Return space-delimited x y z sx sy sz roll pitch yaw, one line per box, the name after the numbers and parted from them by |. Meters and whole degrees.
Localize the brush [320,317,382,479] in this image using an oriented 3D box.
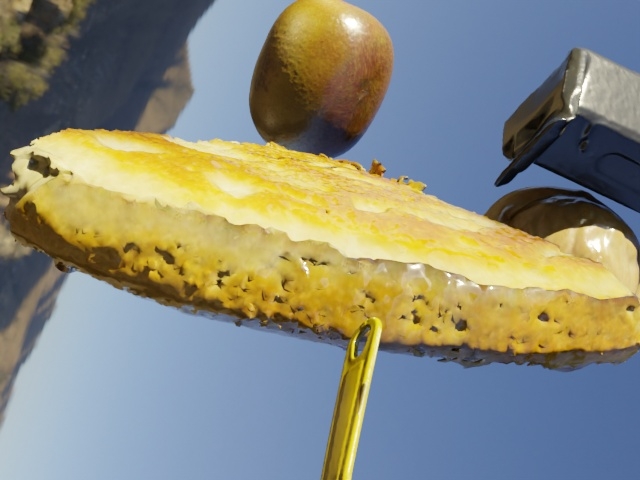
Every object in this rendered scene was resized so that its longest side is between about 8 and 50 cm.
0.010 0.114 0.429 0.083 0.011 0.205 -43 -158 39 | brush

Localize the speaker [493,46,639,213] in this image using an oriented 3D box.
0.436 -0.116 1.235 0.180 0.389 0.184 -52 -154 44 | speaker

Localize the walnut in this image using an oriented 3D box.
0.360 0.049 1.354 0.296 0.285 0.285 -97 -151 -84 | walnut

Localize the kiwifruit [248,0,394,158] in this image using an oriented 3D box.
-0.002 -0.222 1.225 0.233 0.196 0.196 -62 -161 8 | kiwifruit

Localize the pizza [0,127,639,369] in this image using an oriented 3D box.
0.000 0.000 0.709 0.406 0.440 0.130 -96 -159 -77 | pizza
